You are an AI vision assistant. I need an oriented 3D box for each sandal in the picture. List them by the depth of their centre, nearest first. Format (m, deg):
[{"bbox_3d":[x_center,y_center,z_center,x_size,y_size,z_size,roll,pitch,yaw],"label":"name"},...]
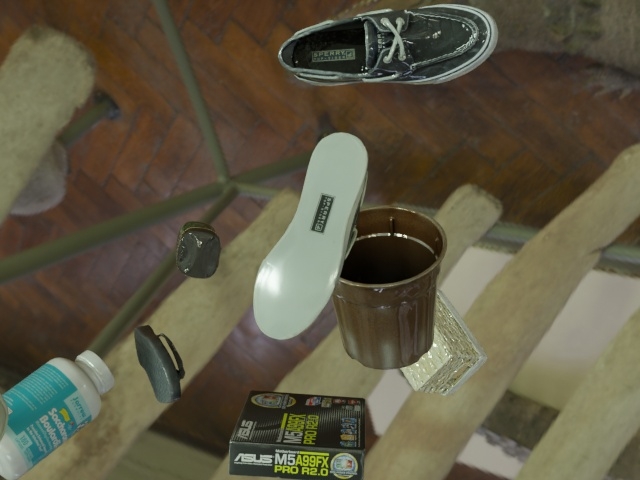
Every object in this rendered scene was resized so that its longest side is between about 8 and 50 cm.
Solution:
[{"bbox_3d":[-0.267,0.195,1.507,0.254,0.055,0.097,-147,52,-65],"label":"sandal"}]

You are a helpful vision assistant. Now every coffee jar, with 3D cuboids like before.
[{"bbox_3d":[-0.234,0.018,1.696,0.079,0.096,0.184,9,-176,-11],"label":"coffee jar"}]

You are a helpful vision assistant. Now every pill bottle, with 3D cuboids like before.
[{"bbox_3d":[-0.528,0.325,1.720,0.146,0.264,0.146,31,142,28],"label":"pill bottle"}]

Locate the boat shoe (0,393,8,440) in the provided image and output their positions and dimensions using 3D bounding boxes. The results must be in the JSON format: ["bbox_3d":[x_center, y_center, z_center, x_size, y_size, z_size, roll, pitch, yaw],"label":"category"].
[{"bbox_3d":[-0.596,0.230,1.440,0.091,0.109,0.305,5,135,9],"label":"boat shoe"}]

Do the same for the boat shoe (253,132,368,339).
[{"bbox_3d":[0.000,0.000,0.914,0.078,0.219,0.070,22,175,13],"label":"boat shoe"}]

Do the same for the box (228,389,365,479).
[{"bbox_3d":[-0.031,0.329,1.523,0.216,0.270,0.060,4,98,3],"label":"box"}]

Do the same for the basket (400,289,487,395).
[{"bbox_3d":[0.190,0.177,1.571,0.113,0.103,0.167,-50,54,26],"label":"basket"}]

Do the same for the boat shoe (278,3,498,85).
[{"bbox_3d":[0.089,-0.270,1.234,0.301,0.102,0.108,-1,95,18],"label":"boat shoe"}]

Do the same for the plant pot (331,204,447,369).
[{"bbox_3d":[0.083,0.069,1.160,0.167,0.167,0.165,16,132,29],"label":"plant pot"}]
